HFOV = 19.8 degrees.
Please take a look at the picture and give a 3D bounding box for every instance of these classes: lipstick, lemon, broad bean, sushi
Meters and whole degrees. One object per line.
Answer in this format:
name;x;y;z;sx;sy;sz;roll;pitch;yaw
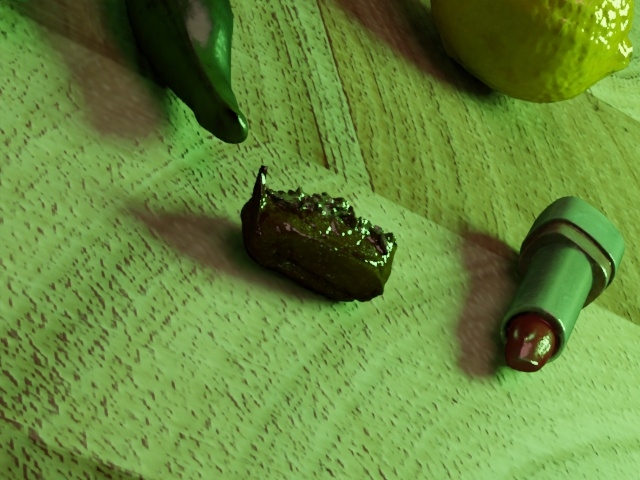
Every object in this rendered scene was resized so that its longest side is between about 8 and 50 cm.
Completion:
lipstick;0.146;0.039;1.184;0.063;0.057;0.186;42;32;-2
lemon;0.158;-0.185;1.423;0.187;0.142;0.142;39;27;1
broad bean;-0.096;-0.175;1.144;0.077;0.061;0.339;68;4;-45
sushi;0.000;0.000;1.043;0.120;0.052;0.055;23;48;-30
